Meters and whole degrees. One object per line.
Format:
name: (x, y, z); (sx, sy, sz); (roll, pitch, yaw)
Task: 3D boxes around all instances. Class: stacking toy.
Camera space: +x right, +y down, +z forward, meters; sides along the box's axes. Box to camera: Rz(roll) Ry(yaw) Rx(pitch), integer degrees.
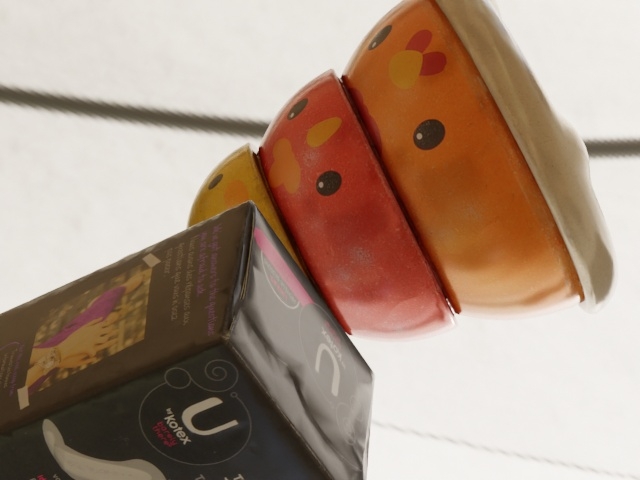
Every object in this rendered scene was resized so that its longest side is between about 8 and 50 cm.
stacking toy: (0.000, 0.000, 1.403); (0.480, 0.350, 0.350); (-28, -150, 2)

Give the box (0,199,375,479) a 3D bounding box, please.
box: (-0.121, 0.119, 0.968); (0.270, 0.165, 0.143); (-22, -150, 21)
